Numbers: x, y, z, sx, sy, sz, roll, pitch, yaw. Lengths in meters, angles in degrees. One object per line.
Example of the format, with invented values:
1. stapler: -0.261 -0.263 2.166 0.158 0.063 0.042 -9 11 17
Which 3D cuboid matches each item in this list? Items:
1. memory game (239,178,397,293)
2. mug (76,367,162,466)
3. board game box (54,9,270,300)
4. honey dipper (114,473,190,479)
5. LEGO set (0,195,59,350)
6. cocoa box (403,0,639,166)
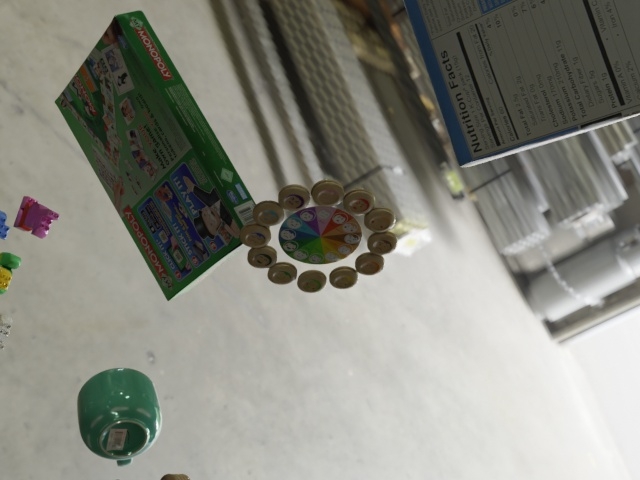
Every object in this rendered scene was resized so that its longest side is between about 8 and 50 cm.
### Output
1. memory game: 0.000 0.000 1.130 0.186 0.186 0.012 41 31 -35
2. mug: -0.307 0.289 1.527 0.158 0.129 0.097 53 4 -34
3. board game box: -0.212 -0.101 1.243 0.046 0.213 0.317 -27 85 -42
4. honey dipper: -0.216 0.312 1.233 0.160 0.030 0.030 31 36 -64
5. LEGO set: -0.423 0.036 1.293 0.087 0.093 0.227 33 66 -49
6. cocoa box: 0.268 -0.231 0.857 0.347 0.228 0.232 -22 94 -41
